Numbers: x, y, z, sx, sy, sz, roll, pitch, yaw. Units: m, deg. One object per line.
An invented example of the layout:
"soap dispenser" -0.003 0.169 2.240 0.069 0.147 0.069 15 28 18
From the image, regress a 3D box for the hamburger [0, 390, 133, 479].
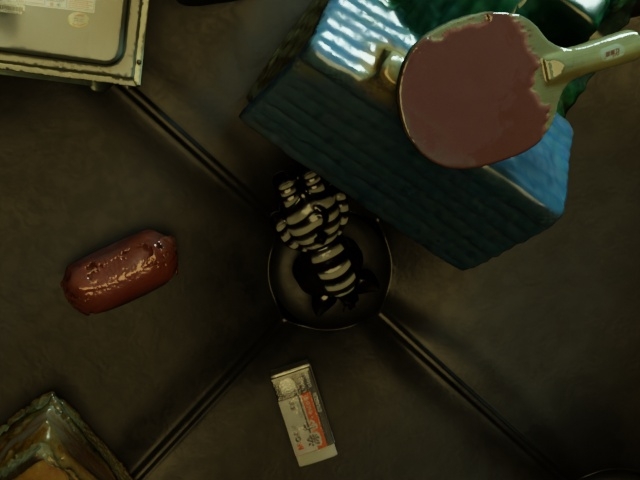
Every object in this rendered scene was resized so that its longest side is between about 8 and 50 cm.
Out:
"hamburger" -0.298 0.290 1.349 0.155 0.135 0.207 -36 119 18

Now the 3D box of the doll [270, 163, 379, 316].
"doll" 0.000 0.000 1.321 0.091 0.067 0.219 -27 130 -7

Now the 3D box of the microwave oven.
"microwave oven" -0.296 -0.237 1.189 0.240 0.194 0.145 7 105 -10

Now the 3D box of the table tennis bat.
"table tennis bat" 0.176 -0.143 1.025 0.234 0.022 0.131 -19 103 -13

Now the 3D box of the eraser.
"eraser" -0.020 0.206 1.399 0.052 0.029 0.122 -17 103 -3

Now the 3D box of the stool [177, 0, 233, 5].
"stool" -0.090 -0.319 1.184 0.153 0.228 0.139 -15 95 2

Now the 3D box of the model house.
"model house" 0.159 -0.187 1.179 0.334 0.342 0.382 34 96 -11

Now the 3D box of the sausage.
"sausage" -0.223 0.036 1.315 0.141 0.076 0.076 -25 104 -5
